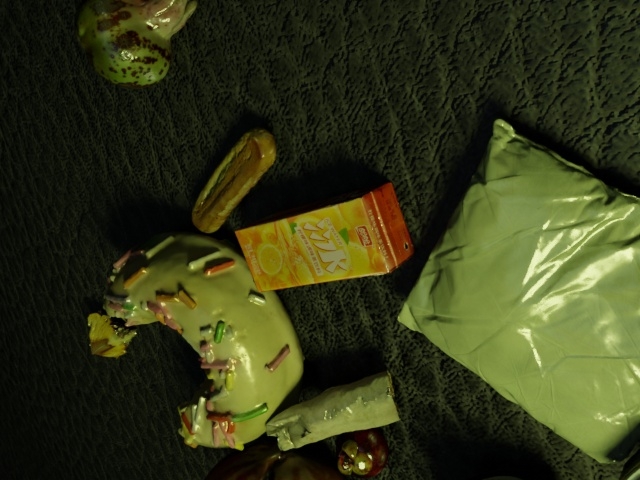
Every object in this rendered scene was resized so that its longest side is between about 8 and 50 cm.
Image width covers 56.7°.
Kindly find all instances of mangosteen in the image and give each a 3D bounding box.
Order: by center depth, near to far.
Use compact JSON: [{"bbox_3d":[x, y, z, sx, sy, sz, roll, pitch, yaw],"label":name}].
[{"bbox_3d":[0.057,0.303,0.856,0.080,0.081,0.081,18,122,32],"label":"mangosteen"}]

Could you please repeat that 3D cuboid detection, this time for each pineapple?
[{"bbox_3d":[-0.422,0.195,1.202,0.114,0.077,0.114,-17,105,29],"label":"pineapple"}]

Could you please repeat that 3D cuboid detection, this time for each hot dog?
[{"bbox_3d":[-0.120,-0.083,0.826,0.215,0.047,0.066,-44,67,44],"label":"hot dog"}]

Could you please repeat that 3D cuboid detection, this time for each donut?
[{"bbox_3d":[-0.176,0.159,0.922,0.307,0.150,0.371,-23,97,40],"label":"donut"}]

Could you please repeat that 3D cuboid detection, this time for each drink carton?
[{"bbox_3d":[0.000,0.000,0.753,0.222,0.071,0.096,-11,103,42],"label":"drink carton"}]

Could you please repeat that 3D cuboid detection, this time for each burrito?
[{"bbox_3d":[0.022,0.240,0.829,0.226,0.060,0.087,-27,129,27],"label":"burrito"}]

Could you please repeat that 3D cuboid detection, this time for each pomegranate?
[{"bbox_3d":[-0.246,-0.277,0.776,0.163,0.125,0.138,-27,81,43],"label":"pomegranate"}]

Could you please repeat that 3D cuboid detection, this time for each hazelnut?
[{"bbox_3d":[-0.065,0.413,0.926,0.251,0.217,0.217,16,126,-2],"label":"hazelnut"}]

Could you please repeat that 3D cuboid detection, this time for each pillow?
[{"bbox_3d":[0.233,0.063,0.591,0.280,0.076,0.274,35,128,20],"label":"pillow"}]

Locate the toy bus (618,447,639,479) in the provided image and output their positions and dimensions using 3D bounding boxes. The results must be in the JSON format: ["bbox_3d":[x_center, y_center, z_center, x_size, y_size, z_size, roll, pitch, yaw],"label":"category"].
[{"bbox_3d":[0.411,0.277,0.535,0.268,0.106,0.092,34,129,18],"label":"toy bus"}]

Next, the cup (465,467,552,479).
[{"bbox_3d":[0.215,0.428,0.725,0.254,0.178,0.256,-15,99,41],"label":"cup"}]
